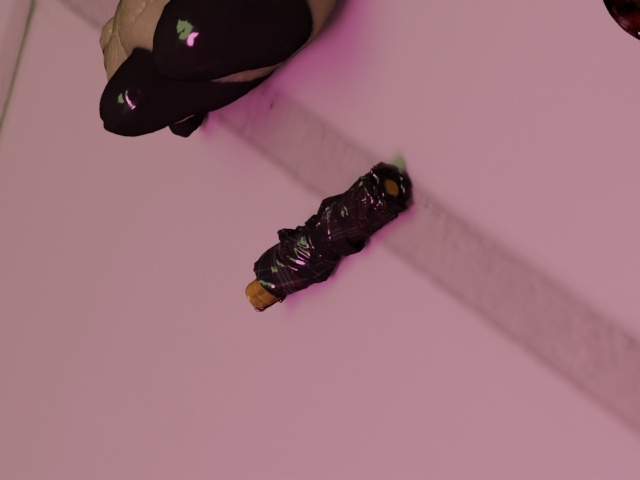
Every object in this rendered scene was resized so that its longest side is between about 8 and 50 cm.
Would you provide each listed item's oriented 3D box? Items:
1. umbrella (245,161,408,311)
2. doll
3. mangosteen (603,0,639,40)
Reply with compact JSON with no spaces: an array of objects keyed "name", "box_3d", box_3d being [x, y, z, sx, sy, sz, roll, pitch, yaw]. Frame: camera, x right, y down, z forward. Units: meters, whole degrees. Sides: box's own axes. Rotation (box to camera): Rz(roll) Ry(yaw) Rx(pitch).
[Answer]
[{"name":"umbrella","box_3d":[0.000,0.000,1.067,0.144,0.037,0.040,-39,59,41]},{"name":"doll","box_3d":[-0.080,-0.146,1.127,0.234,0.135,0.143,-31,65,53]},{"name":"mangosteen","box_3d":[0.170,-0.127,0.818,0.081,0.081,0.081,-13,73,53]}]
